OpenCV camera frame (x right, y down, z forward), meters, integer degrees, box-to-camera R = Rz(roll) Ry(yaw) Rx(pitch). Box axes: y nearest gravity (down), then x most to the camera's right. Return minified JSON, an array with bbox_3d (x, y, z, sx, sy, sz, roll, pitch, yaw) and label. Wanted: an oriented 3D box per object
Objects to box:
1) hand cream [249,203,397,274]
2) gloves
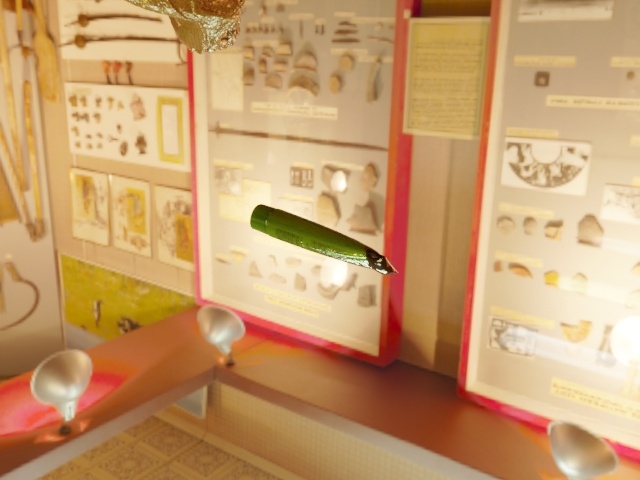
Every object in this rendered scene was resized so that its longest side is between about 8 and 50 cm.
[{"bbox_3d":[0.000,0.000,0.472,0.122,0.023,0.036,21,167,28],"label":"hand cream"},{"bbox_3d":[-0.174,-0.376,0.809,0.155,0.203,0.356,-8,173,8],"label":"gloves"}]
